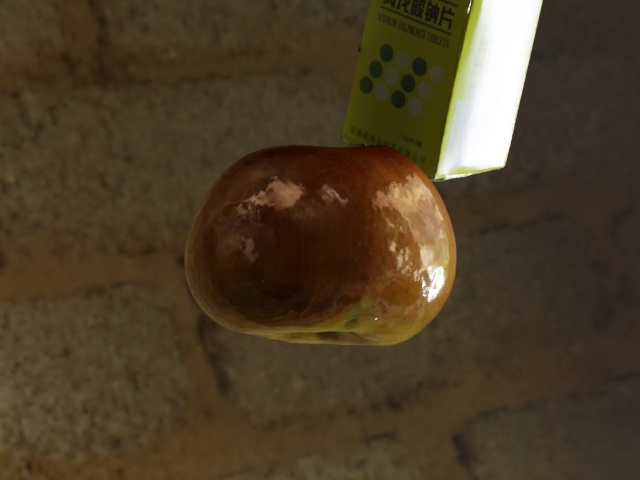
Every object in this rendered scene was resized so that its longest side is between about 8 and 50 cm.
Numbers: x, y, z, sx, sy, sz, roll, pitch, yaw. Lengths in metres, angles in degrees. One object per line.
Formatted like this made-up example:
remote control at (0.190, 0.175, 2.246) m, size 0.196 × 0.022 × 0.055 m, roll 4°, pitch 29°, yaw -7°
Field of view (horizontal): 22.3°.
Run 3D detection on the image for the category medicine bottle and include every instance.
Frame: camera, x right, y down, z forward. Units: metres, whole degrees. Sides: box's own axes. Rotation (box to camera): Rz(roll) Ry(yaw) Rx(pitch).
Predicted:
medicine bottle at (0.137, -0.203, 1.763) m, size 0.137 × 0.250 × 0.141 m, roll 28°, pitch -154°, yaw 38°

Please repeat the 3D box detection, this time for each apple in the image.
apple at (0.000, 0.000, 1.384) m, size 0.210 × 0.173 × 0.235 m, roll -2°, pitch 172°, yaw 36°
